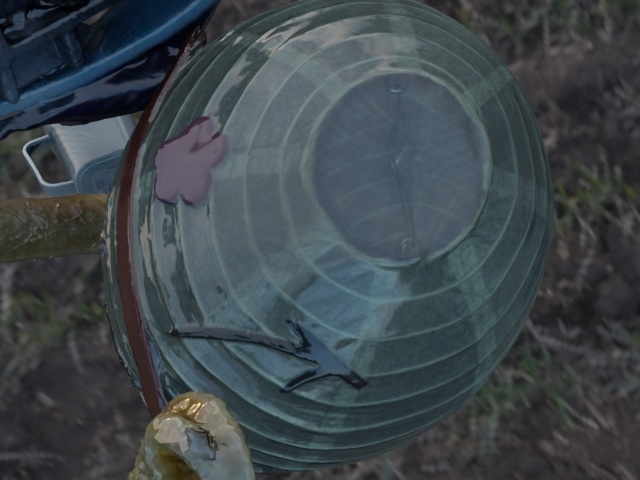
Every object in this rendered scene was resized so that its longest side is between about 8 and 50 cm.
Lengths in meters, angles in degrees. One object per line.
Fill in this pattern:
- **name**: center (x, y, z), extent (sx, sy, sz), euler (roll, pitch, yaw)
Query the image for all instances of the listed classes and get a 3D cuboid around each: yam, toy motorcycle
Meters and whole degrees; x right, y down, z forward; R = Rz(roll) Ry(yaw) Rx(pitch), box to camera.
- **yam**: center (-0.293, -0.003, 1.624), extent (0.066, 0.299, 0.066), euler (7, 100, 47)
- **toy motorcycle**: center (-0.186, -0.162, 1.019), extent (0.416, 0.172, 0.232), euler (-34, 43, -22)

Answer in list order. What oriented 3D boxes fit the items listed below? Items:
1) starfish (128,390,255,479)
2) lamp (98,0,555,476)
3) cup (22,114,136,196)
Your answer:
- **starfish**: center (-0.106, 0.193, 0.589), extent (0.375, 0.094, 0.327), euler (23, 88, 22)
- **lamp**: center (0.000, 0.000, 0.982), extent (0.233, 0.233, 0.265), euler (-2, 64, 23)
- **cup**: center (-0.257, -0.096, 2.065), extent (0.128, 0.095, 0.129), euler (-20, 45, -10)
